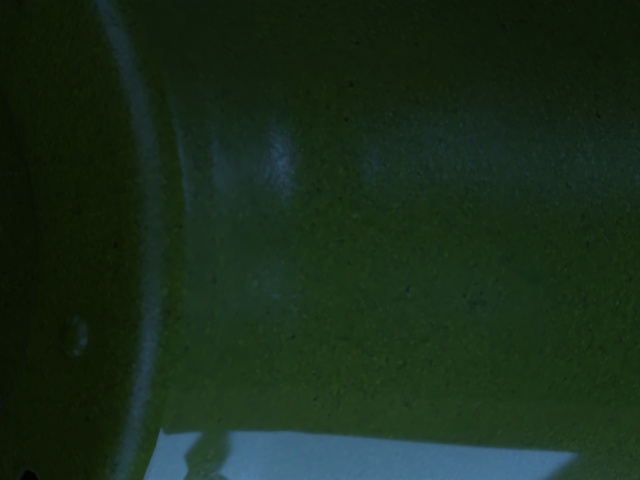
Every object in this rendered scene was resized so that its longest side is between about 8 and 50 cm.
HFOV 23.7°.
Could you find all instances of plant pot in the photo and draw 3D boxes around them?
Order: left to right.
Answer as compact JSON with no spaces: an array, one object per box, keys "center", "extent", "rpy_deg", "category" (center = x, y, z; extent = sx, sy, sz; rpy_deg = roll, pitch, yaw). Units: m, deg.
[{"center":[0.000,0.000,0.570],"extent":[0.353,0.366,0.366],"rpy_deg":[-1,157,-46],"category":"plant pot"}]
